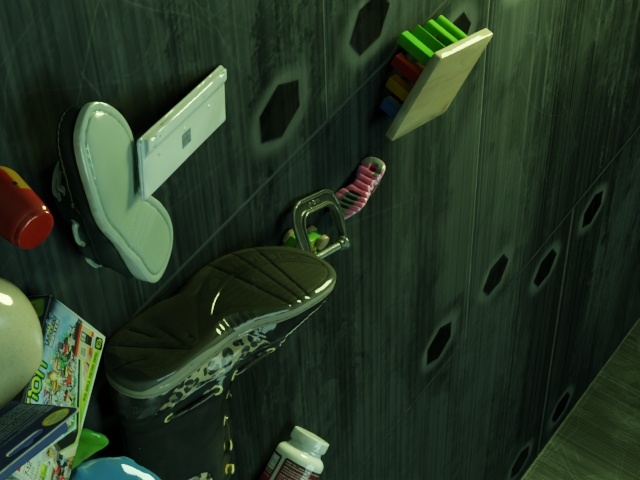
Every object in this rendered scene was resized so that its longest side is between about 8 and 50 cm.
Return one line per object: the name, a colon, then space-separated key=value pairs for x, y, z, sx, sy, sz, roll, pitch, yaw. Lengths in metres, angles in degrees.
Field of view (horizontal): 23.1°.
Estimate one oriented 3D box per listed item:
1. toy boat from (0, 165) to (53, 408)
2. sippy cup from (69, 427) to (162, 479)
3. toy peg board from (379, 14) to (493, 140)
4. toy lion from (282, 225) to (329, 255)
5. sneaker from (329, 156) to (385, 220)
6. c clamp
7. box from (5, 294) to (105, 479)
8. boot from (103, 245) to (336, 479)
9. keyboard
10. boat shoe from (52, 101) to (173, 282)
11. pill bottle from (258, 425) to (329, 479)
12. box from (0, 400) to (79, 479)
toy boat: x=-0.365 y=0.054 z=1.518 sx=0.267 sy=0.148 sz=0.318 roll=-7 pitch=130 yaw=-56
sippy cup: x=-0.274 y=0.373 z=1.824 sx=0.224 sy=0.305 sz=0.240 roll=-47 pitch=163 yaw=33
toy peg board: x=0.153 y=-0.251 z=2.317 sx=0.161 sy=0.079 sz=0.160 roll=-30 pitch=157 yaw=-50
toy lion: x=-0.034 y=0.028 z=2.279 sx=0.100 sy=0.034 sz=0.096 roll=-10 pitch=132 yaw=-61
sneaker: x=0.056 y=-0.068 z=2.344 sx=0.119 sy=0.047 sz=0.057 roll=-50 pitch=166 yaw=-22
c clamp: x=0.000 y=0.000 z=2.240 sx=0.161 sy=0.022 sz=0.137 roll=-38 pitch=109 yaw=-56
box: x=-0.306 y=0.177 z=1.736 sx=0.114 sy=0.036 sz=0.207 roll=47 pitch=47 yaw=-50
boot: x=-0.139 y=0.187 z=2.098 sx=0.377 sy=0.138 sz=0.284 roll=-33 pitch=143 yaw=-41
keyboard: x=-0.154 y=-0.125 z=1.778 sx=0.256 sy=0.014 sz=0.072 roll=-54 pitch=153 yaw=-60
boat shoe: x=-0.242 y=-0.047 z=1.688 sx=0.302 sy=0.091 sz=0.114 roll=76 pitch=27 yaw=-55
pill bottle: x=-0.049 y=0.386 z=2.566 sx=0.152 sy=0.086 sz=0.086 roll=-61 pitch=157 yaw=-1
box: x=-0.355 y=0.210 z=1.591 sx=0.136 sy=0.225 sz=0.036 roll=-38 pitch=117 yaw=-41
